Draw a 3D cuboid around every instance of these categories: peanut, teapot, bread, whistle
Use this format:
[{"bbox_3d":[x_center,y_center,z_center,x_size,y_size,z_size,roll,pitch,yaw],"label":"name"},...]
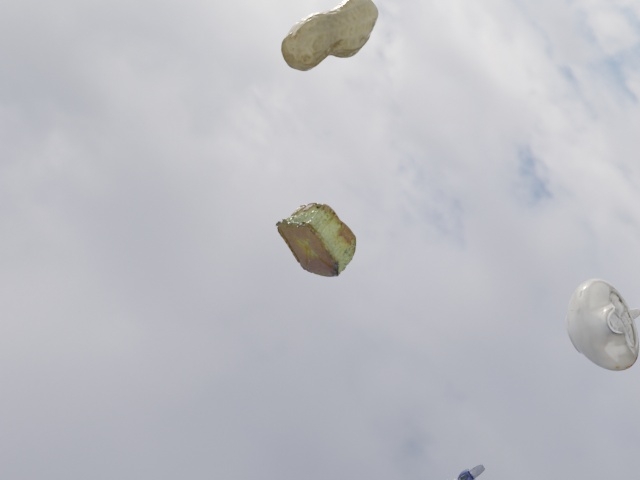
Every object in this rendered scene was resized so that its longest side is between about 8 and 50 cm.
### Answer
[{"bbox_3d":[0.023,-0.465,1.618,0.274,0.111,0.125,-31,-59,-24],"label":"peanut"},{"bbox_3d":[0.441,0.129,1.104,0.226,0.092,0.145,-7,-103,-55],"label":"teapot"},{"bbox_3d":[0.000,0.000,1.243,0.069,0.128,0.140,-45,-66,-25],"label":"bread"},{"bbox_3d":[0.265,0.437,1.309,0.029,0.083,0.033,39,-163,-53],"label":"whistle"}]
